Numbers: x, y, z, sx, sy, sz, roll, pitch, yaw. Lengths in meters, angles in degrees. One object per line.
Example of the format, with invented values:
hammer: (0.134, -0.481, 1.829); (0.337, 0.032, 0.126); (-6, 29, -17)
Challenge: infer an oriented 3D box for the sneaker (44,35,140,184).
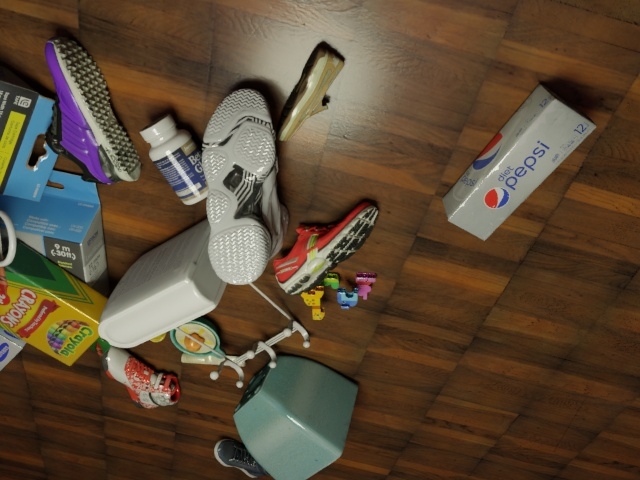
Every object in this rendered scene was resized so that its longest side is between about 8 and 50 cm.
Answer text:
sneaker: (-0.484, -0.235, 0.897); (0.146, 0.102, 0.293); (-9, 122, 8)

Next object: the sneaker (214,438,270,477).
sneaker: (-0.225, 0.713, 1.514); (0.163, 0.086, 0.226); (-23, 129, 33)

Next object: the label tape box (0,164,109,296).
label tape box: (-0.654, 0.003, 1.079); (0.249, 0.115, 0.348); (12, 126, -1)

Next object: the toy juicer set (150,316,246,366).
toy juicer set: (-0.367, 0.268, 1.237); (0.209, 0.089, 0.329); (-15, 121, 16)

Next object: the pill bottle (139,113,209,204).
pill bottle: (-0.286, -0.165, 0.931); (0.094, 0.094, 0.169); (-20, 120, 19)

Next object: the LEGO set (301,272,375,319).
LEGO set: (0.017, 0.138, 1.105); (0.227, 0.087, 0.093); (2, 124, 7)

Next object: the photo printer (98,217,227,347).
photo printer: (-0.340, 0.094, 1.015); (0.307, 0.256, 0.107); (-26, 120, 21)

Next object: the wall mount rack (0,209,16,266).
wall mount rack: (-0.747, 0.058, 0.920); (0.350, 0.130, 0.304); (-8, 88, 35)

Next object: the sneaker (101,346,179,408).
sneaker: (-0.512, 0.393, 1.341); (0.144, 0.090, 0.270); (-8, 126, 11)

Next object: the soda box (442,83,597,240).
soda box: (0.361, -0.141, 0.871); (0.098, 0.091, 0.286); (26, 123, -12)

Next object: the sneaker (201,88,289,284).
sneaker: (-0.144, -0.104, 0.931); (0.137, 0.210, 0.366); (2, 93, 5)

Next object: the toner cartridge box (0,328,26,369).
toner cartridge box: (-1.011, 0.324, 1.361); (0.348, 0.075, 0.165); (-37, 114, 27)

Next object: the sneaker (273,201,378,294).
sneaker: (0.000, 0.000, 1.008); (0.279, 0.118, 0.107); (-41, 155, 13)

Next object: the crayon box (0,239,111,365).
crayon box: (-0.621, 0.169, 1.072); (0.318, 0.081, 0.202); (39, 119, -20)

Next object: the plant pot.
plant pot: (-0.084, 0.466, 1.258); (0.252, 0.247, 0.248); (40, 120, -6)

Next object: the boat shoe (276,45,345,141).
boat shoe: (-0.018, -0.259, 0.857); (0.072, 0.068, 0.190); (18, 127, -25)

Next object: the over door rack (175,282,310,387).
over door rack: (-0.201, 0.225, 1.127); (0.239, 0.108, 0.324); (-32, 124, 8)

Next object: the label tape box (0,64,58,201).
label tape box: (-0.692, -0.227, 0.874); (0.333, 0.106, 0.241); (11, 118, -50)
